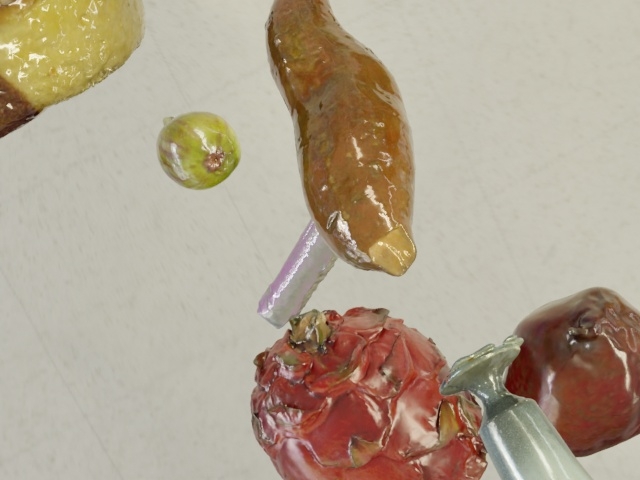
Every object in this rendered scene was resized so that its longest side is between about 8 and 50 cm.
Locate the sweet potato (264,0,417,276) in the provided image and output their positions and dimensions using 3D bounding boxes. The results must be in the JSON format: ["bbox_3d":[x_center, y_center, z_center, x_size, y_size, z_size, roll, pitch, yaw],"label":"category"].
[{"bbox_3d":[0.006,-0.063,0.582,0.056,0.195,0.056,-14,148,-9],"label":"sweet potato"}]

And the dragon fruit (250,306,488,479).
[{"bbox_3d":[0.060,0.232,1.778,0.277,0.277,0.342,-42,107,-2],"label":"dragon fruit"}]

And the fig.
[{"bbox_3d":[-0.151,-0.098,1.494,0.093,0.166,0.093,0,90,-29],"label":"fig"}]

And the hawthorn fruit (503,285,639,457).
[{"bbox_3d":[0.328,0.156,1.663,0.208,0.248,0.208,-3,63,6],"label":"hawthorn fruit"}]

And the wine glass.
[{"bbox_3d":[0.140,0.144,0.875,0.072,0.072,0.155,-27,70,-7],"label":"wine glass"}]

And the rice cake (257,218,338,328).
[{"bbox_3d":[0.000,0.000,1.555,0.055,0.049,0.270,39,125,9],"label":"rice cake"}]

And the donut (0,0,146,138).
[{"bbox_3d":[-0.175,-0.101,0.693,0.184,0.166,0.073,-32,113,-17],"label":"donut"}]
